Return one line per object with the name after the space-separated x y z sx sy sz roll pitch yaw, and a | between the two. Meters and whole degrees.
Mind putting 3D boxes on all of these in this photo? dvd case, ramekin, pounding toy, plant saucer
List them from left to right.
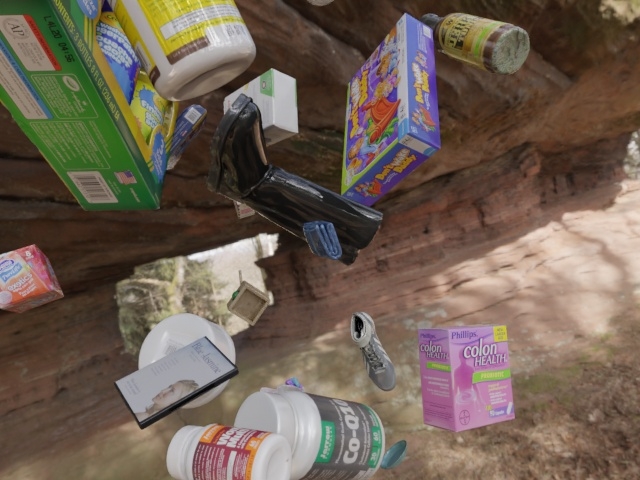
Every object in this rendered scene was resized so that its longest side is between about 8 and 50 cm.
-0.353 0.338 1.143 0.253 0.022 0.180 -24 32 -33 | dvd case
-0.414 0.358 1.423 0.277 0.277 0.135 -13 -32 6 | ramekin
-0.267 0.204 1.672 0.130 0.141 0.100 -55 16 -1 | pounding toy
0.249 0.716 1.543 0.119 0.021 0.119 -44 -3 -3 | plant saucer

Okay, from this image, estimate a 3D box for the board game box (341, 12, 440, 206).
0.145 -0.280 1.008 0.078 0.347 0.233 19 -34 -23 | board game box

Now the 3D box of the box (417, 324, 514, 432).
0.377 0.346 1.206 0.213 0.243 0.117 3 -11 -30 | box

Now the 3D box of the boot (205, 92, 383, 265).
-0.047 -0.128 1.149 0.146 0.445 0.367 -61 4 -24 | boot

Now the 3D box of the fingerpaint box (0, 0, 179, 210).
-0.391 -0.328 0.818 0.163 0.371 0.445 -2 -32 0 | fingerpaint box

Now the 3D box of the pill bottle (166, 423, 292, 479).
-0.175 0.417 0.883 0.221 0.121 0.121 -3 6 26 | pill bottle

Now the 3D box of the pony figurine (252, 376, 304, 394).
-0.098 0.609 1.470 0.303 0.363 0.351 -47 -33 23 | pony figurine

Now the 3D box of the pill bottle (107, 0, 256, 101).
-0.163 -0.266 0.480 0.117 0.215 0.117 -26 10 5 | pill bottle

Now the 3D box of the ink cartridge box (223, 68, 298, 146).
-0.164 -0.340 1.255 0.212 0.154 0.093 -12 -12 42 | ink cartridge box

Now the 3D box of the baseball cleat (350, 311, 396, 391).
0.120 0.277 1.150 0.072 0.206 0.109 -30 -20 15 | baseball cleat

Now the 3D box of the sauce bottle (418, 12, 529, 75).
0.359 -0.504 1.162 0.111 0.111 0.344 -14 35 -20 | sauce bottle

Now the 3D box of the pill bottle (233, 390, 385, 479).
-0.023 0.489 1.157 0.361 0.204 0.204 25 -25 -39 | pill bottle

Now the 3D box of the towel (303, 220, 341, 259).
0.000 0.000 0.792 0.029 0.067 0.119 -23 8 -14 | towel

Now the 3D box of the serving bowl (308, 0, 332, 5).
0.010 -0.427 0.763 0.083 0.083 0.027 -14 44 -44 | serving bowl

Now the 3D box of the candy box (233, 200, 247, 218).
-0.295 -0.184 1.716 0.071 0.159 0.233 -17 -7 -10 | candy box

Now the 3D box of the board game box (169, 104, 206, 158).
-0.373 -0.252 1.183 0.194 0.060 0.194 -53 13 -9 | board game box

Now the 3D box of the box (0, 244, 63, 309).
-0.775 0.107 1.228 0.122 0.128 0.257 -23 -1 -26 | box
